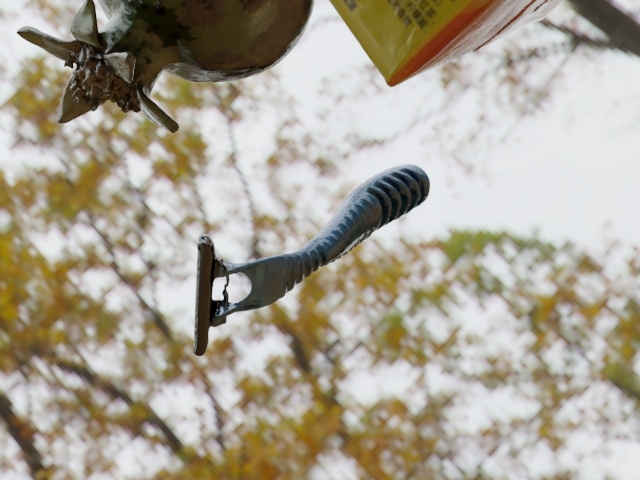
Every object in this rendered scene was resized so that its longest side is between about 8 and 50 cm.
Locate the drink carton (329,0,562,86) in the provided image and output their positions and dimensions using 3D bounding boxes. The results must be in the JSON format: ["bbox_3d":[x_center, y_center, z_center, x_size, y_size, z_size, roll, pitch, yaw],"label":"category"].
[{"bbox_3d":[0.144,-0.223,0.891,0.154,0.111,0.351,-28,-10,-47],"label":"drink carton"}]

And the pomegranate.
[{"bbox_3d":[-0.082,-0.150,1.160,0.169,0.148,0.148,-41,-34,-38],"label":"pomegranate"}]

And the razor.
[{"bbox_3d":[0.000,0.000,1.324,0.253,0.042,0.082,-31,-47,-51],"label":"razor"}]
